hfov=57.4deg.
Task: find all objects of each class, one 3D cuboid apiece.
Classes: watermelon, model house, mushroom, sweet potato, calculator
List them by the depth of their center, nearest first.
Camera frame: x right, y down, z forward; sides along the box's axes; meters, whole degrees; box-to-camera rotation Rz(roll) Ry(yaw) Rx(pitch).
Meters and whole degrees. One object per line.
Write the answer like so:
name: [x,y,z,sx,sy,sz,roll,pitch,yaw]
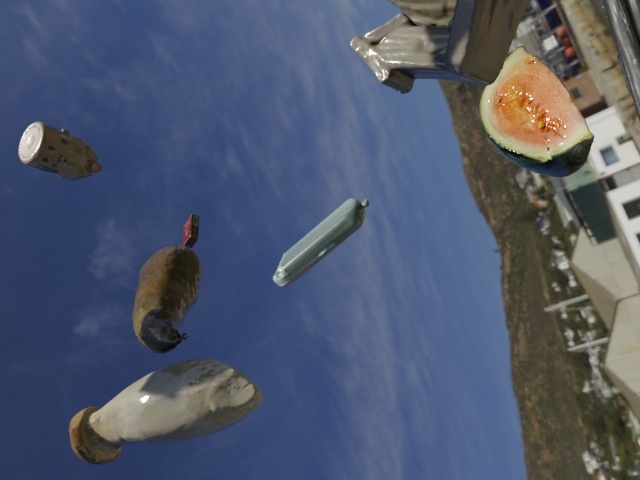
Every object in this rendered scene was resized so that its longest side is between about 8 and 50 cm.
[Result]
model house: [0.119,-0.253,0.572,0.122,0.188,0.229,30,-99,-47]
mushroom: [-0.254,0.277,0.955,0.128,0.350,0.128,57,-162,-30]
watermelon: [0.367,-0.219,1.085,0.159,0.128,0.303,95,170,-47]
sweet potato: [-0.298,0.111,1.129,0.130,0.130,0.423,54,-174,-20]
calculator: [0.000,0.000,1.150,0.045,0.246,0.141,48,-169,-9]

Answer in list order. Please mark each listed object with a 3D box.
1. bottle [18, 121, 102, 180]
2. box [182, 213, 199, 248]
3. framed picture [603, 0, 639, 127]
bottle: [-0.532,-0.178,1.210,0.152,0.099,0.099,21,-130,-53]
box: [-0.323,-0.020,1.456,0.023,0.051,0.082,20,-142,-27]
framed picture: [0.227,-0.078,0.222,0.010,0.195,0.199,27,-127,-46]
